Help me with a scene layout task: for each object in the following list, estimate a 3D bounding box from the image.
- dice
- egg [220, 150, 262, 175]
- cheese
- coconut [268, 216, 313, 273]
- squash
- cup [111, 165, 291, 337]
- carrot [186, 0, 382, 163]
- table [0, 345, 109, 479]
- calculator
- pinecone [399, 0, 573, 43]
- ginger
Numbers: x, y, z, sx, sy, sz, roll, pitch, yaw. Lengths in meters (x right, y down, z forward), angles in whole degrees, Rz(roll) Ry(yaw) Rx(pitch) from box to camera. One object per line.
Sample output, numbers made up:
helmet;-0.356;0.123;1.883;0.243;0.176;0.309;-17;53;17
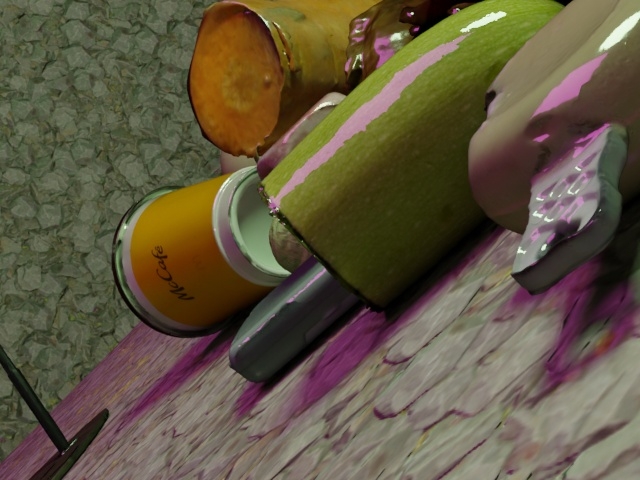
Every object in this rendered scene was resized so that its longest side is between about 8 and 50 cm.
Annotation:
dice;0.007;-0.064;0.971;0.093;0.091;0.094;-45;6;-13
egg;-0.060;-0.122;1.745;0.186;0.186;0.242;-44;15;3
cheese;0.135;-0.055;0.583;0.163;0.082;0.286;-41;8;34
coconut;0.000;0.000;1.061;0.088;0.096;0.088;19;-90;-75
squash;0.085;-0.075;0.793;0.247;0.132;0.132;-42;7;8
cup;-0.120;0.008;1.357;0.196;0.196;0.279;-48;16;-33
carrot;0.004;-0.209;1.443;0.340;0.224;0.224;-13;-19;-44
table;-0.494;0.271;1.635;0.317;0.249;0.317;-44;7;6
calculator;0.012;0.029;0.951;0.246;0.045;0.141;-42;6;13
pinecone;0.160;-0.242;0.881;0.246;0.246;0.292;-68;-3;-74
ginger;0.113;-0.196;1.276;0.321;0.172;0.165;-55;-28;-45
